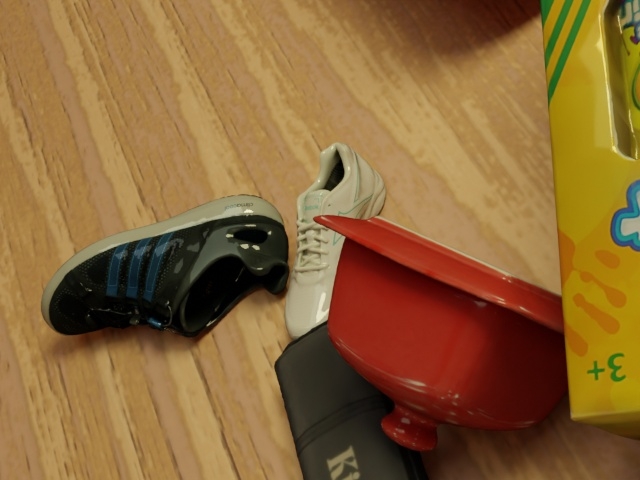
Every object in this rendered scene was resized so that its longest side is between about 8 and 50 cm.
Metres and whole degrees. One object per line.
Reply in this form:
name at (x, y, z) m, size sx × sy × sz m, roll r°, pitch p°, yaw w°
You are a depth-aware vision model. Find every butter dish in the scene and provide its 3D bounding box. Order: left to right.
butter dish at (0.073, 0.066, 0.703) m, size 0.160 × 0.160 × 0.118 m, roll 26°, pitch 93°, yaw 41°

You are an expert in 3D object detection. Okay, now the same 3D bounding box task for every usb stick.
usb stick at (0.032, 0.162, 0.713) m, size 0.077 × 0.045 × 0.278 m, roll -27°, pitch 48°, yaw 11°

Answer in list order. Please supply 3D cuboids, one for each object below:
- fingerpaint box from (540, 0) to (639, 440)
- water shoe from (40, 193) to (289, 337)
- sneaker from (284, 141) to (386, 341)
fingerpaint box at (0.332, -0.113, 0.551) m, size 0.444 × 0.163 × 0.371 m, roll -11°, pitch 71°, yaw 32°
water shoe at (-0.118, 0.034, 0.884) m, size 0.203 × 0.073 × 0.080 m, roll -25°, pitch 50°, yaw 15°
sneaker at (0.000, 0.000, 0.844) m, size 0.053 × 0.061 × 0.152 m, roll -1°, pitch 59°, yaw 29°
